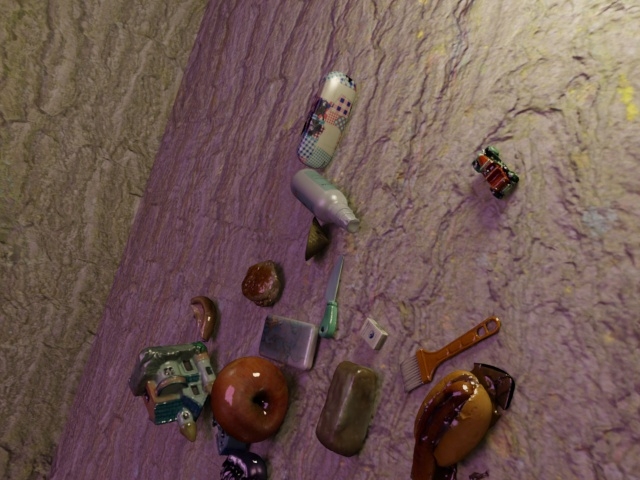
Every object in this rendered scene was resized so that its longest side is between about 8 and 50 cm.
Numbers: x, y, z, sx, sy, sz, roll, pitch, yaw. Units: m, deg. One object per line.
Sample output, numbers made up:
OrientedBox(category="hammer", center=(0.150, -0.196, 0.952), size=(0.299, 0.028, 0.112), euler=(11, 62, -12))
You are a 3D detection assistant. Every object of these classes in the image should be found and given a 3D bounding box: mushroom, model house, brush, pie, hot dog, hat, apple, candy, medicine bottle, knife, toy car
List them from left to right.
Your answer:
OrientedBox(category="model house", center=(-0.485, 0.543, 2.280), size=(0.324, 0.267, 0.194), euler=(59, 135, 34))
OrientedBox(category="mushroom", center=(-0.439, 0.287, 2.487), size=(0.094, 0.072, 0.209), euler=(-56, 40, 23))
OrientedBox(category="model house", center=(-0.294, 0.640, 2.089), size=(0.148, 0.120, 0.148), euler=(8, 88, 55))
OrientedBox(category="apple", center=(-0.216, 0.477, 1.962), size=(0.254, 0.254, 0.253), euler=(-29, 52, 44))
OrientedBox(category="pie", center=(-0.203, 0.143, 2.238), size=(0.194, 0.079, 0.163), euler=(8, 76, 54))
OrientedBox(category="hat", center=(0.000, 0.000, 2.049), size=(0.146, 0.067, 0.145), euler=(11, -90, -83))
OrientedBox(category="medicine bottle", center=(0.021, -0.116, 2.028), size=(0.110, 0.110, 0.352), euler=(-61, 36, 12))
OrientedBox(category="knife", center=(0.034, 0.168, 1.947), size=(0.063, 0.035, 0.260), euler=(-26, 47, 53))
OrientedBox(category="candy", center=(0.070, 0.436, 1.695), size=(0.104, 0.102, 0.233), euler=(12, 81, 55))
OrientedBox(category="brush", center=(0.303, 0.263, 1.541), size=(0.314, 0.017, 0.090), euler=(-40, 44, 35))
OrientedBox(category="hot dog", center=(0.280, 0.412, 1.416), size=(0.194, 0.107, 0.325), euler=(21, 91, 55))
OrientedBox(category="toy car", center=(0.416, -0.167, 1.566), size=(0.073, 0.054, 0.143), euler=(-48, 41, 27))

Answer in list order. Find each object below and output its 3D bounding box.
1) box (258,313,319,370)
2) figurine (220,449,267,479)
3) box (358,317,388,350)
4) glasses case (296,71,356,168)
OrientedBox(category="box", center=(-0.103, 0.316, 2.045), size=(0.285, 0.044, 0.142), euler=(3, 80, 55))
OrientedBox(category="figurine", center=(-0.241, 0.742, 1.954), size=(0.145, 0.146, 0.222), euler=(23, 102, 55))
OrientedBox(category="box", center=(0.142, 0.253, 1.756), size=(0.054, 0.024, 0.083), euler=(-60, 35, 10))
OrientedBox(category="glasses case", center=(0.021, -0.397, 2.156), size=(0.076, 0.125, 0.327), euler=(25, 94, 64))
